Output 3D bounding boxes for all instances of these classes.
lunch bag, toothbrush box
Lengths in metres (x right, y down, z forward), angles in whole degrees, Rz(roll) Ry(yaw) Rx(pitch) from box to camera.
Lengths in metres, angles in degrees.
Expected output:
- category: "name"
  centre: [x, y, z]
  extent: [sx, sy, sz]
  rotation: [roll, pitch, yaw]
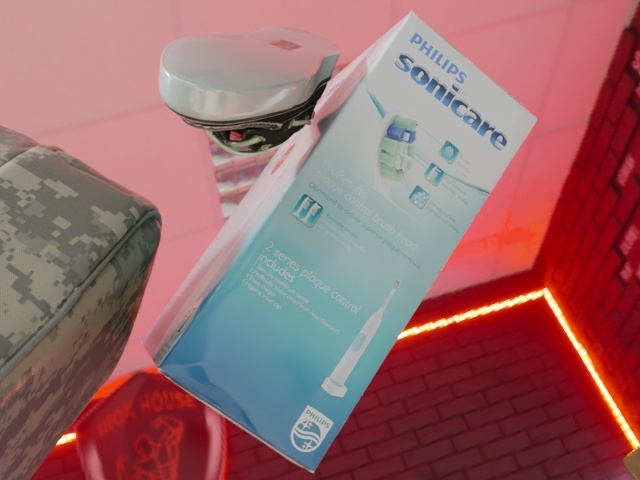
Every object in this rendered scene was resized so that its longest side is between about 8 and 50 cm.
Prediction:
- category: "lunch bag"
  centre: [-0.279, 0.047, 0.473]
  extent: [0.256, 0.305, 0.212]
  rotation: [29, -56, 0]
- category: "toothbrush box"
  centre: [0.000, 0.000, 0.594]
  extent: [0.126, 0.216, 0.295]
  rotation: [38, -101, -11]

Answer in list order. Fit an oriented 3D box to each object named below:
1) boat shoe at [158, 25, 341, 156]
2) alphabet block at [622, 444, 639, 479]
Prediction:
- category: "boat shoe"
  centre: [-0.038, -0.090, 0.486]
  extent: [0.219, 0.078, 0.070]
  rotation: [-45, -25, -65]
- category: "alphabet block"
  centre: [0.339, 0.158, 0.460]
  extent: [0.192, 0.197, 0.193]
  rotation: [-27, -27, -7]
